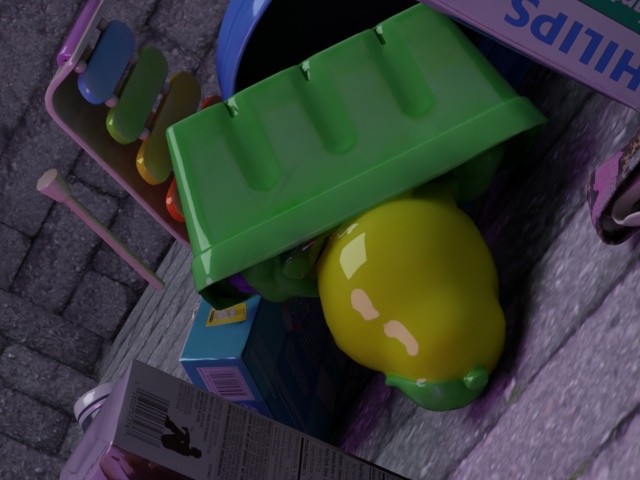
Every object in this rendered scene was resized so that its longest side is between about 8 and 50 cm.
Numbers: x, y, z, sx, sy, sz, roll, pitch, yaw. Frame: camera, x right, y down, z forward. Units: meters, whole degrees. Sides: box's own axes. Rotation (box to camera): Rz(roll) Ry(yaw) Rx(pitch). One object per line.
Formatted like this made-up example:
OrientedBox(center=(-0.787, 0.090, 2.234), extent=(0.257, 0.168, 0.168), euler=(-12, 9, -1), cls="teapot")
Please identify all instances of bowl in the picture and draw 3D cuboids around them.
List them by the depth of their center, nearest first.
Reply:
OrientedBox(center=(0.067, -0.222, 1.641), extent=(0.391, 0.391, 0.077), euler=(-57, 47, 28), cls="bowl")

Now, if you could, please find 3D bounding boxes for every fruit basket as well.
OrientedBox(center=(0.061, -0.004, 1.469), extent=(0.283, 0.392, 0.392), euler=(78, -143, -83), cls="fruit basket")

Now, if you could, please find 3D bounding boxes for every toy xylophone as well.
OrientedBox(center=(-0.177, -0.090, 1.614), extent=(0.081, 0.323, 0.236), euler=(-22, 44, 35), cls="toy xylophone")

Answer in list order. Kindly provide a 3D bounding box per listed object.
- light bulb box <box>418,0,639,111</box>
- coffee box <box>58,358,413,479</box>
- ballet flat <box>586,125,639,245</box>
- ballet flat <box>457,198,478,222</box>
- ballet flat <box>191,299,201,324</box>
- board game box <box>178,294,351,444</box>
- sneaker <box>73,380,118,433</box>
OrientedBox(center=(0.210, -0.345, 1.296), extent=(0.361, 0.358, 0.225), euler=(-62, 9, 10), cls="light bulb box")
OrientedBox(center=(-0.081, 0.254, 1.391), extent=(0.168, 0.297, 0.119), euler=(-55, 17, 34), cls="coffee box")
OrientedBox(center=(0.270, -0.064, 1.146), extent=(0.221, 0.077, 0.079), euler=(124, 149, -54), cls="ballet flat")
OrientedBox(center=(0.117, 0.017, 1.637), extent=(0.077, 0.077, 0.231), euler=(104, -178, -55), cls="ballet flat")
OrientedBox(center=(-0.115, 0.151, 1.914), extent=(0.084, 0.058, 0.250), euler=(-62, 39, 26), cls="ballet flat")
OrientedBox(center=(-0.042, 0.092, 1.761), extent=(0.336, 0.079, 0.253), euler=(-73, -29, -42), cls="board game box")
OrientedBox(center=(-0.186, 0.267, 2.058), extent=(0.126, 0.321, 0.127), euler=(-47, 58, 30), cls="sneaker")
